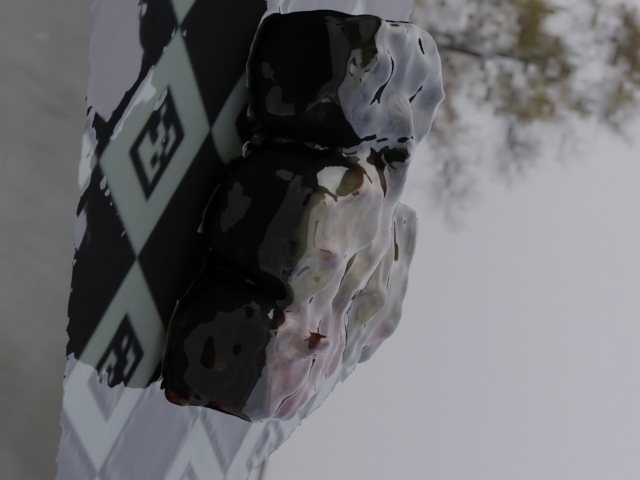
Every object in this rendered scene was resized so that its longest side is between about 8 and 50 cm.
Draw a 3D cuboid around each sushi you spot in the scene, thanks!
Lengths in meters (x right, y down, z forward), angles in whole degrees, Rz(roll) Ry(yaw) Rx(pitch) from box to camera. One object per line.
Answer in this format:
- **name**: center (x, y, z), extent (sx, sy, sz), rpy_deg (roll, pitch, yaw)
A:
- **sushi**: center (0.000, 0.000, 0.604), extent (0.231, 0.047, 0.220), rpy_deg (-40, 143, -57)
